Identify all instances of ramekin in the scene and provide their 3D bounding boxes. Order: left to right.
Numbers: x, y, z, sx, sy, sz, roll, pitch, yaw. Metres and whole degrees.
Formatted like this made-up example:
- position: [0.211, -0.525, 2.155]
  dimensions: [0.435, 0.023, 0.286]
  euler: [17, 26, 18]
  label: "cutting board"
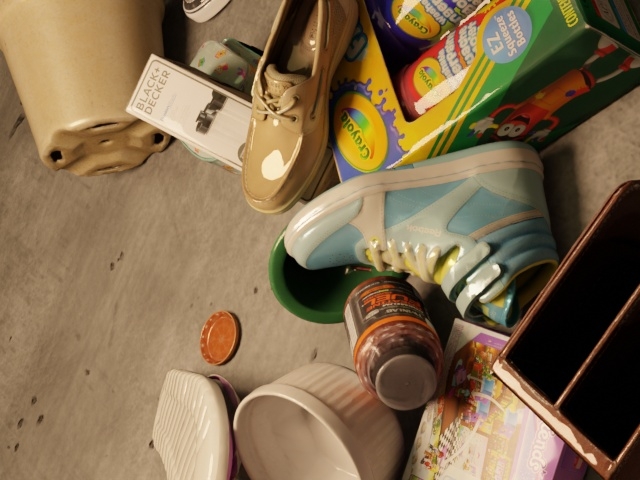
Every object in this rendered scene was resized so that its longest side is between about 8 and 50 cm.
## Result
- position: [0.006, 0.246, 1.354]
  dimensions: [0.207, 0.109, 0.207]
  euler: [23, 129, 33]
  label: "ramekin"

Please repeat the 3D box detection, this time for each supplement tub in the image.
- position: [0.087, 0.123, 1.319]
  dimensions: [0.106, 0.106, 0.198]
  euler: [-57, 15, 15]
  label: "supplement tub"

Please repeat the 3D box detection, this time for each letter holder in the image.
- position: [0.336, 0.095, 0.969]
  dimensions: [0.214, 0.302, 0.152]
  euler: [-59, 43, 13]
  label: "letter holder"

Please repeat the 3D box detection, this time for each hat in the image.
- position: [0.000, 0.000, 1.508]
  dimensions: [0.208, 0.173, 0.183]
  euler: [-26, 26, 4]
  label: "hat"

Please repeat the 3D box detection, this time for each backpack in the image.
- position: [-0.135, -0.201, 1.706]
  dimensions: [0.166, 0.144, 0.188]
  euler: [38, 107, 41]
  label: "backpack"

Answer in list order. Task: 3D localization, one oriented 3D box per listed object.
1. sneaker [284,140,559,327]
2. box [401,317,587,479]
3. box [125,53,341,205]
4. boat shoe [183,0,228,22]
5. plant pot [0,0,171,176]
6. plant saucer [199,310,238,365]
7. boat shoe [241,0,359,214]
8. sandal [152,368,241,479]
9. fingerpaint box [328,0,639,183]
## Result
- position: [0.122, 0.021, 1.289]
  dimensions: [0.319, 0.127, 0.208]
  euler: [-18, 64, 9]
  label: "sneaker"
- position: [0.192, 0.253, 1.248]
  dimensions: [0.201, 0.057, 0.293]
  euler: [18, 89, 50]
  label: "box"
- position: [-0.099, -0.147, 1.524]
  dimensions: [0.290, 0.169, 0.087]
  euler: [28, 98, 13]
  label: "box"
- position: [-0.163, -0.512, 1.877]
  dimensions: [0.301, 0.102, 0.108]
  euler: [-55, 44, 17]
  label: "boat shoe"
- position: [-0.394, -0.289, 1.913]
  dimensions: [0.334, 0.334, 0.305]
  euler: [-29, 68, 37]
  label: "plant pot"
- position: [-0.151, 0.147, 1.686]
  dimensions: [0.083, 0.013, 0.083]
  euler: [-19, 63, 42]
  label: "plant saucer"
- position: [-0.041, -0.181, 1.366]
  dimensions: [0.109, 0.098, 0.302]
  euler: [20, 94, 26]
  label: "boat shoe"
- position: [-0.151, 0.259, 1.530]
  dimensions: [0.416, 0.102, 0.169]
  euler: [-150, 72, -72]
  label: "sandal"
- position: [0.155, -0.306, 1.401]
  dimensions: [0.371, 0.163, 0.445]
  euler: [-35, 56, 34]
  label: "fingerpaint box"
